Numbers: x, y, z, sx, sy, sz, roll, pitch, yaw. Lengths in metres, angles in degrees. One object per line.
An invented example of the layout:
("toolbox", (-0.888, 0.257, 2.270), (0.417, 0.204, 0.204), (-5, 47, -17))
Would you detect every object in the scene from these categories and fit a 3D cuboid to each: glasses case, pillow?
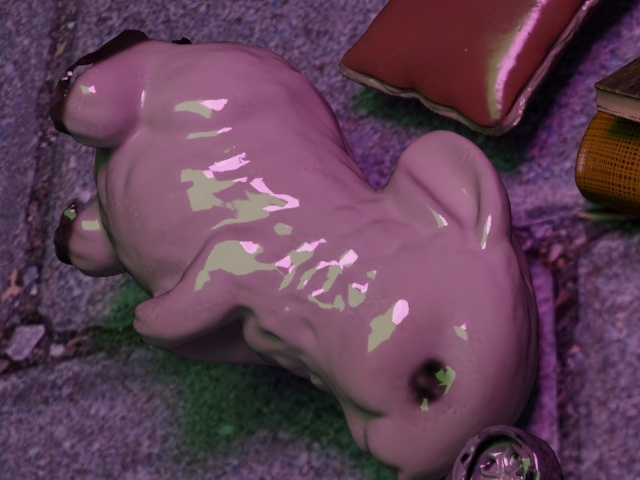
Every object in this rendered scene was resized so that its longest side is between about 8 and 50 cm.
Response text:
("glasses case", (0.258, -0.037, 1.172), (0.234, 0.064, 0.079), (17, 79, 39))
("pillow", (0.117, -0.160, 1.334), (0.171, 0.075, 0.179), (28, 80, 42))

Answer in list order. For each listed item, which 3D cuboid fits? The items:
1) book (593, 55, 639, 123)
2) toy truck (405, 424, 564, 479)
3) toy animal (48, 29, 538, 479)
("book", (0.299, -0.091, 1.152), (0.228, 0.024, 0.160), (20, 40, 41))
("toy truck", (0.158, 0.241, 0.996), (0.178, 0.176, 0.363), (-55, 46, 6))
("toy animal", (0.000, 0.000, 1.266), (0.357, 0.194, 0.258), (29, 56, 26))
